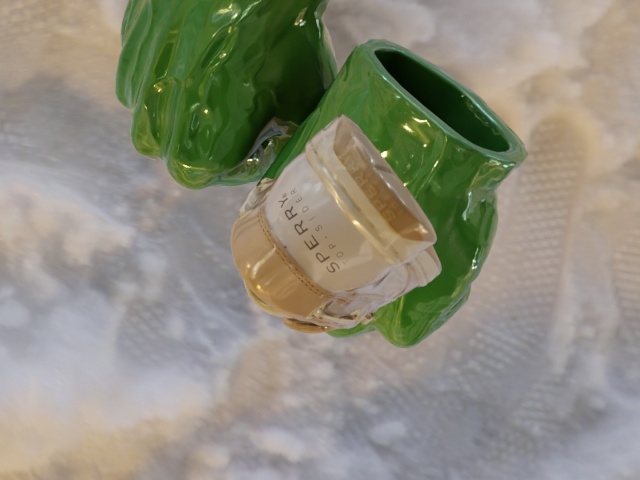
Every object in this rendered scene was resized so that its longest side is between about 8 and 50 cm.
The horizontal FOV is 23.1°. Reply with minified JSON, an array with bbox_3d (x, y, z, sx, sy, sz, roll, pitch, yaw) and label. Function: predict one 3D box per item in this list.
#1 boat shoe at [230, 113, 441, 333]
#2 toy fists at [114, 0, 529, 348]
[{"bbox_3d":[0.000,0.000,0.504,0.059,0.170,0.063,-36,82,1],"label":"boat shoe"},{"bbox_3d":[-0.012,-0.062,0.840,0.096,0.279,0.142,-2,131,-52],"label":"toy fists"}]
